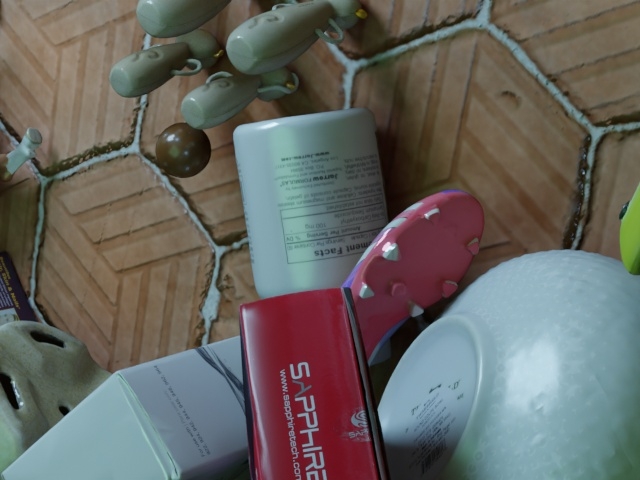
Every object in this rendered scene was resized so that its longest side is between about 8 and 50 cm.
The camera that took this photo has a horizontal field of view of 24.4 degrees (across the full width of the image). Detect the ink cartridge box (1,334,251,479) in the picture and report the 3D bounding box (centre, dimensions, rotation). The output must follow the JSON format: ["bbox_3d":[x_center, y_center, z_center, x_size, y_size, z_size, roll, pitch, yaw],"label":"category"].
[{"bbox_3d":[-0.126,0.187,1.378,0.198,0.273,0.114,-41,73,33],"label":"ink cartridge box"}]

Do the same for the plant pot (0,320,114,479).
[{"bbox_3d":[-0.353,0.260,1.553,0.305,0.334,0.333,-42,72,21],"label":"plant pot"}]

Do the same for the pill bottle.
[{"bbox_3d":[0.000,0.000,1.347,0.131,0.131,0.229,-5,95,36],"label":"pill bottle"}]

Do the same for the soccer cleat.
[{"bbox_3d":[0.041,0.052,1.247,0.248,0.083,0.095,-53,23,7],"label":"soccer cleat"}]

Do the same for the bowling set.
[{"bbox_3d":[-0.110,-0.176,1.419,0.287,0.154,0.199,30,132,28],"label":"bowling set"}]

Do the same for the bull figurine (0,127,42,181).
[{"bbox_3d":[-0.431,-0.179,1.653,0.188,0.101,0.310,-27,80,34],"label":"bull figurine"}]

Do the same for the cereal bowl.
[{"bbox_3d":[0.138,0.154,1.152,0.339,0.141,0.339,-51,25,35],"label":"cereal bowl"}]

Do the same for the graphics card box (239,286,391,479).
[{"bbox_3d":[-0.001,0.239,1.138,0.371,0.094,0.232,88,174,-51],"label":"graphics card box"}]

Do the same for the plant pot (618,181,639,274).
[{"bbox_3d":[0.356,-0.030,1.034,0.207,0.228,0.227,37,119,32],"label":"plant pot"}]

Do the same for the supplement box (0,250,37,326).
[{"bbox_3d":[-0.416,0.085,1.626,0.081,0.188,0.104,-34,77,35],"label":"supplement box"}]
